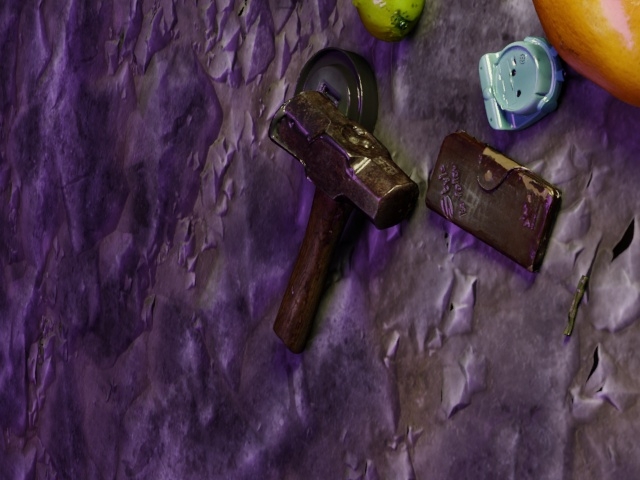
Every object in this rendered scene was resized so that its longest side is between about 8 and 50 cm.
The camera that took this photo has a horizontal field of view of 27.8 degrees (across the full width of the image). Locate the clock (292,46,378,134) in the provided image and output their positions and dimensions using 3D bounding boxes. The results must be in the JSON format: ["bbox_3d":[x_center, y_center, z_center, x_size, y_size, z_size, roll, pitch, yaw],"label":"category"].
[{"bbox_3d":[0.022,-0.205,1.991,0.184,0.040,0.184,-5,84,54],"label":"clock"}]

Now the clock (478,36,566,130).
[{"bbox_3d":[0.265,-0.208,1.642,0.147,0.045,0.108,-27,69,54],"label":"clock"}]

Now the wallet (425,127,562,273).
[{"bbox_3d":[0.223,-0.057,1.710,0.232,0.031,0.122,38,121,49],"label":"wallet"}]

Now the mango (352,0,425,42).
[{"bbox_3d":[0.092,-0.369,1.852,0.119,0.100,0.178,-42,48,48],"label":"mango"}]

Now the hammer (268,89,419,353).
[{"bbox_3d":[0.000,0.000,1.964,0.242,0.095,0.409,40,133,28],"label":"hammer"}]

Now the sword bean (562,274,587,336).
[{"bbox_3d":[0.314,0.080,1.594,0.012,0.012,0.083,35,118,49],"label":"sword bean"}]

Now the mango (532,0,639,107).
[{"bbox_3d":[0.336,-0.259,1.471,0.257,0.138,0.187,-120,33,-44],"label":"mango"}]
